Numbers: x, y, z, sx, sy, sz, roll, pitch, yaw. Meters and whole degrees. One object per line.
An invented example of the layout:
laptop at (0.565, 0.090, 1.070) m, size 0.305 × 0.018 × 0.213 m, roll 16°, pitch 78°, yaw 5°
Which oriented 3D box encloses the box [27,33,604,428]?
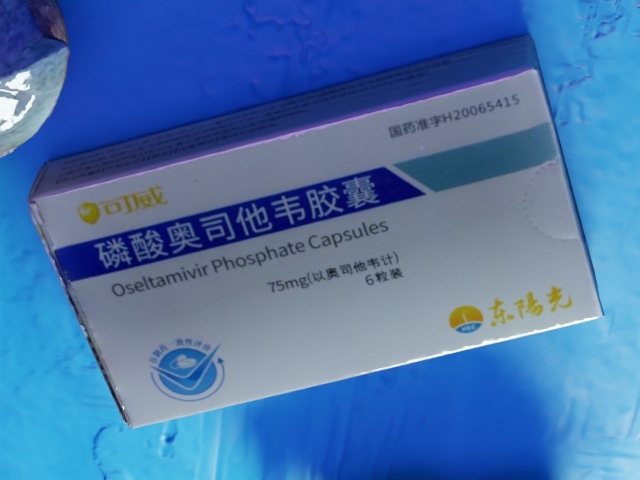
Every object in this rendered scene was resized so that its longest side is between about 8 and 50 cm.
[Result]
box at (0.000, 0.000, 1.088) m, size 0.343 × 0.065 × 0.200 m, roll -14°, pitch 119°, yaw 10°

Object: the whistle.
whistle at (-0.249, -0.072, 1.031) m, size 0.142 × 0.133 × 0.346 m, roll 16°, pitch 129°, yaw -12°
